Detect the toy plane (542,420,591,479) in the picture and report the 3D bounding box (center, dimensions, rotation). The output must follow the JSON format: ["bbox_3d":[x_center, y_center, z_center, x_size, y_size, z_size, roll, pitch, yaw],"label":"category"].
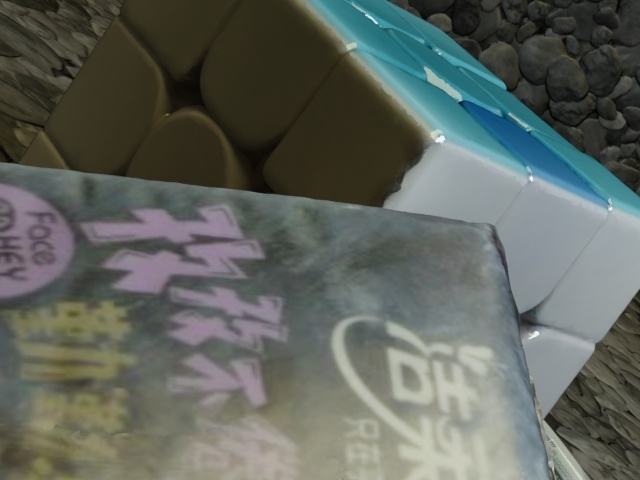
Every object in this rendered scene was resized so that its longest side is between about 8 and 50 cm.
[{"bbox_3d":[0.227,0.226,1.316,0.226,0.058,0.226,15,23,-50],"label":"toy plane"}]

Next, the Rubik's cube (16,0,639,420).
[{"bbox_3d":[0.000,0.000,1.052,0.290,0.291,0.291,19,22,-48],"label":"Rubik's cube"}]

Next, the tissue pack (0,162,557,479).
[{"bbox_3d":[-0.097,0.091,0.517,0.361,0.122,0.259,6,48,-15],"label":"tissue pack"}]
